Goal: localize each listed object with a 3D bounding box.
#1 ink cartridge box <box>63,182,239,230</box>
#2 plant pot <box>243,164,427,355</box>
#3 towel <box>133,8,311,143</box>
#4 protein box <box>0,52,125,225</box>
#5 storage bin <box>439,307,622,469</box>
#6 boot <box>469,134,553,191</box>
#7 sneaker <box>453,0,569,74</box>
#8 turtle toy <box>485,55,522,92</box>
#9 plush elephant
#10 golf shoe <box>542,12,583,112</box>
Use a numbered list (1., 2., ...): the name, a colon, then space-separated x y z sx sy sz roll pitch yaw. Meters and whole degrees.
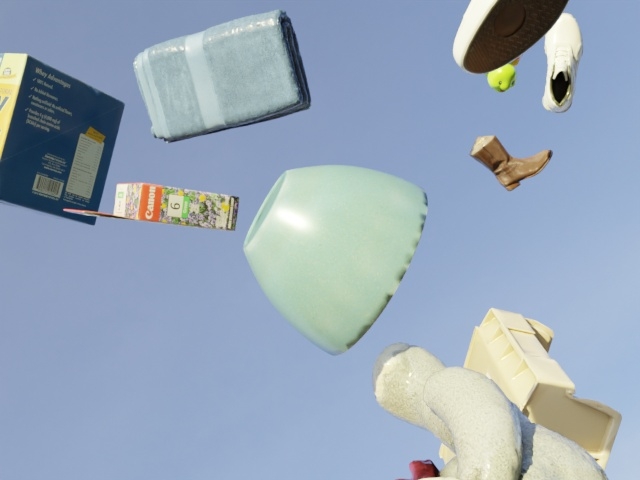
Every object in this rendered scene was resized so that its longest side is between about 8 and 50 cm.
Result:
1. ink cartridge box: -0.126 -0.027 0.566 0.115 0.063 0.029 7 -90 -31
2. plant pot: 0.000 0.000 1.142 0.195 0.290 0.290 29 -73 -12
3. towel: -0.065 -0.106 0.498 0.029 0.119 0.067 -33 -68 -60
4. protein box: -0.427 -0.146 1.124 0.200 0.136 0.201 21 -100 -60
5. storage bin: 0.269 0.260 1.023 0.123 0.262 0.260 12 -75 -3
6. boot: 0.325 -0.151 1.298 0.106 0.037 0.114 -41 -69 19
7. sneaker: 0.248 -0.340 0.916 0.106 0.123 0.290 20 -65 -40
8. turtle toy: 0.273 -0.292 1.162 0.095 0.066 0.130 -5 -85 -17
9. plush elephant: 0.090 0.245 0.562 0.255 0.330 0.272 -7 -85 -36
10. golf shoe: 0.432 -0.315 1.341 0.069 0.086 0.176 1 -80 14
